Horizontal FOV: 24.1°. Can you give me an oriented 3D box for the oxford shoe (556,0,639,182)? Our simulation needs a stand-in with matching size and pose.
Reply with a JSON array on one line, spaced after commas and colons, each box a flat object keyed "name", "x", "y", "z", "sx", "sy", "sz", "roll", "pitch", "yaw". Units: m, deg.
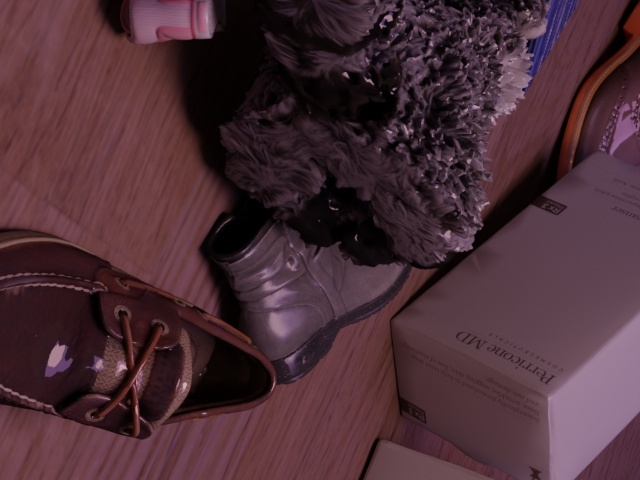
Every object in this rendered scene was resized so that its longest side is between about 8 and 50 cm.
[{"name": "oxford shoe", "x": 0.406, "y": -0.164, "z": 1.861, "sx": 0.364, "sy": 0.133, "sz": 0.130, "roll": -60, "pitch": 149, "yaw": -16}]

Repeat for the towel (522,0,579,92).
[{"name": "towel", "x": 0.284, "y": -0.335, "z": 1.592, "sx": 0.336, "sy": 0.040, "sz": 0.243, "roll": -58, "pitch": 168, "yaw": -28}]

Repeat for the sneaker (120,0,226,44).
[{"name": "sneaker", "x": -0.106, "y": -0.171, "z": 1.078, "sx": 0.134, "sy": 0.070, "sz": 0.051, "roll": -78, "pitch": 166, "yaw": -74}]

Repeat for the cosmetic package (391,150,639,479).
[{"name": "cosmetic package", "x": 0.279, "y": 0.080, "z": 1.644, "sx": 0.385, "sy": 0.217, "sz": 0.156, "roll": -37, "pitch": 136, "yaw": -35}]

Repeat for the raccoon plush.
[{"name": "raccoon plush", "x": 0.092, "y": -0.176, "z": 1.141, "sx": 0.299, "sy": 0.216, "sz": 0.446, "roll": -61, "pitch": 178, "yaw": -28}]

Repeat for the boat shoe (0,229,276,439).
[{"name": "boat shoe", "x": -0.142, "y": 0.078, "z": 1.060, "sx": 0.342, "sy": 0.123, "sz": 0.123, "roll": 27, "pitch": 82, "yaw": -61}]

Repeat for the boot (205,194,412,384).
[{"name": "boot", "x": 0.000, "y": 0.000, "z": 1.316, "sx": 0.246, "sy": 0.083, "sz": 0.161, "roll": -45, "pitch": 135, "yaw": -42}]

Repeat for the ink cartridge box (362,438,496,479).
[{"name": "ink cartridge box", "x": 0.155, "y": 0.417, "z": 1.710, "sx": 0.395, "sy": 0.166, "sz": 0.285, "roll": 37, "pitch": 74, "yaw": -59}]
